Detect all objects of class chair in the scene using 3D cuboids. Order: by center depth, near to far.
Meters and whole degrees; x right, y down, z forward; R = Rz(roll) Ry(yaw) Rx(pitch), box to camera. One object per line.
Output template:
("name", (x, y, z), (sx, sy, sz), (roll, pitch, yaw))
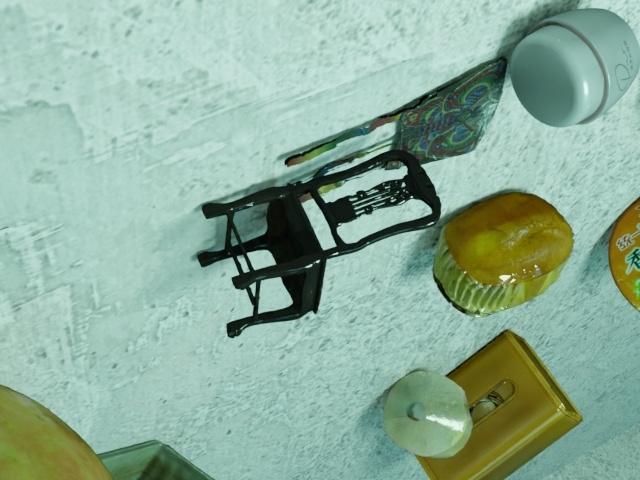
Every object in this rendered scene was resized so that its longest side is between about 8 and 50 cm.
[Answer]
("chair", (0.000, 0.000, 1.090), (0.229, 0.106, 0.113), (-15, 150, -16))

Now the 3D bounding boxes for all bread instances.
("bread", (0.241, 0.013, 1.412), (0.190, 0.132, 0.114), (-25, 152, -25))

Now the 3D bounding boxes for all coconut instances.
("coconut", (0.182, 0.296, 1.824), (0.147, 0.147, 0.152), (-37, 156, 5))

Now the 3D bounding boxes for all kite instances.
("kite", (0.077, -0.106, 1.146), (0.285, 0.015, 0.152), (-24, 150, -24))

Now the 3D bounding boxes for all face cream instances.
("face cream", (0.264, -0.181, 1.118), (0.104, 0.117, 0.117), (-31, 156, -26))

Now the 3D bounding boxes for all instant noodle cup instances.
("instant noodle cup", (0.619, 0.019, 1.797), (0.230, 0.230, 0.182), (-48, 161, 27))

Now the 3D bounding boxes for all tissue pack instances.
("tissue pack", (0.302, 0.324, 1.956), (0.274, 0.194, 0.145), (-40, 154, 11))

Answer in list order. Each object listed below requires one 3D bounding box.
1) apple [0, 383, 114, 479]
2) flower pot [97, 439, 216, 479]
("apple", (-0.363, 0.310, 0.968), (0.391, 0.346, 0.391), (-25, 161, -9))
("flower pot", (-0.246, 0.407, 1.424), (0.189, 0.239, 0.209), (-55, -179, 34))
